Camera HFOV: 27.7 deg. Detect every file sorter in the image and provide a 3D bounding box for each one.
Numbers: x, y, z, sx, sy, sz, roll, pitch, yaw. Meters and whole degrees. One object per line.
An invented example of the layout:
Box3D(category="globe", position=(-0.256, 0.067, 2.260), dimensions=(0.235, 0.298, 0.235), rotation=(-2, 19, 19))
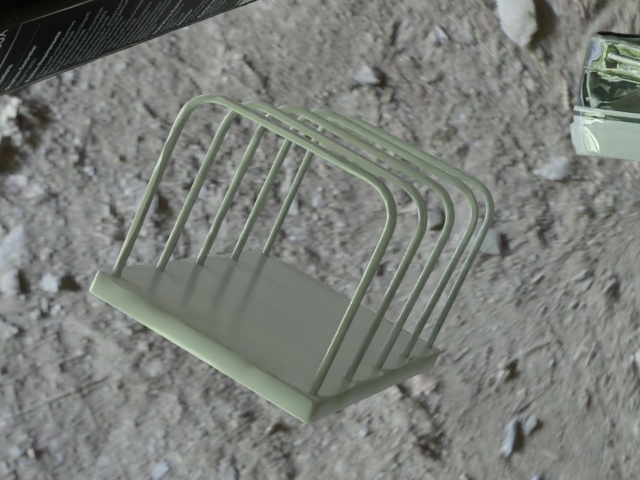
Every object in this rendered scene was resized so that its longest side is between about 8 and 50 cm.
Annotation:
Box3D(category="file sorter", position=(0.000, 0.000, 1.006), dimensions=(0.192, 0.277, 0.173), rotation=(29, 103, 19))

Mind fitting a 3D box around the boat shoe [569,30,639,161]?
Box3D(category="boat shoe", position=(0.334, -0.113, 0.964), dimensions=(0.335, 0.121, 0.119), rotation=(6, 105, 37))

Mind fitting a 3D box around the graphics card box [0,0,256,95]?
Box3D(category="graphics card box", position=(-0.128, -0.228, 0.718), dimensions=(0.233, 0.371, 0.094), rotation=(54, 140, 6))
